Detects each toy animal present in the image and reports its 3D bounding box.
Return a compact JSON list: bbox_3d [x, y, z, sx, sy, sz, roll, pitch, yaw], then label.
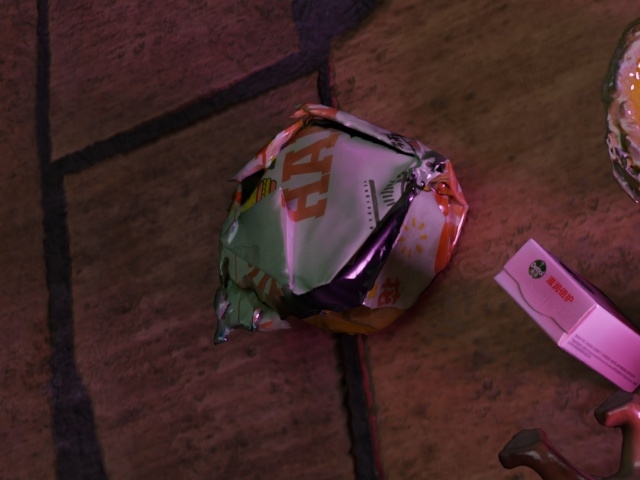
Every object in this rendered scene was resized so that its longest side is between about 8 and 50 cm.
[{"bbox_3d":[0.245,0.190,1.329,0.312,0.157,0.097,-2,31,43],"label":"toy animal"}]

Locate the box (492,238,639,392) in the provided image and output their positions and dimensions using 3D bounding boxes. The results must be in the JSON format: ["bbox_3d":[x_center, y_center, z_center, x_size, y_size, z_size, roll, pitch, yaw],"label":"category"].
[{"bbox_3d":[0.197,0.058,1.441,0.043,0.125,0.089,-48,51,8],"label":"box"}]

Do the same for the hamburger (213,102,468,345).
[{"bbox_3d":[-0.002,0.002,1.621,0.214,0.125,0.235,18,78,46],"label":"hamburger"}]

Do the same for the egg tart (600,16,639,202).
[{"bbox_3d":[0.313,-0.102,1.448,0.197,0.078,0.197,-5,80,31],"label":"egg tart"}]
